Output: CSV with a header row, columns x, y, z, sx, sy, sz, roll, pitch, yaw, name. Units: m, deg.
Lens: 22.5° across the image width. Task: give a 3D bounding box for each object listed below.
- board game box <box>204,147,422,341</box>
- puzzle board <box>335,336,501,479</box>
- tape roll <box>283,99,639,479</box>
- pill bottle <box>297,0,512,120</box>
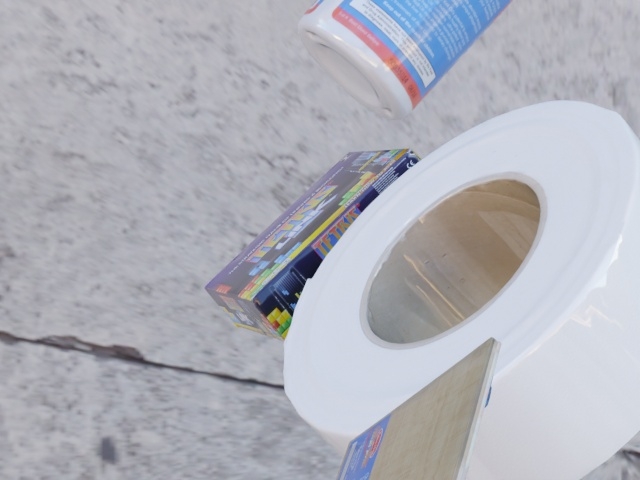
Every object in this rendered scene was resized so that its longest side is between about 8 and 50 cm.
x,y,z,sx,sy,sz,roll,pitch,yaw,name
0.000,0.000,1.255,0.170,0.141,0.048,-44,105,-13,board game box
0.029,0.104,0.639,0.011,0.128,0.096,39,128,-12,puzzle board
0.112,0.042,1.058,0.286,0.286,0.100,-43,117,3,tape roll
0.096,-0.219,1.362,0.124,0.124,0.221,41,82,13,pill bottle
